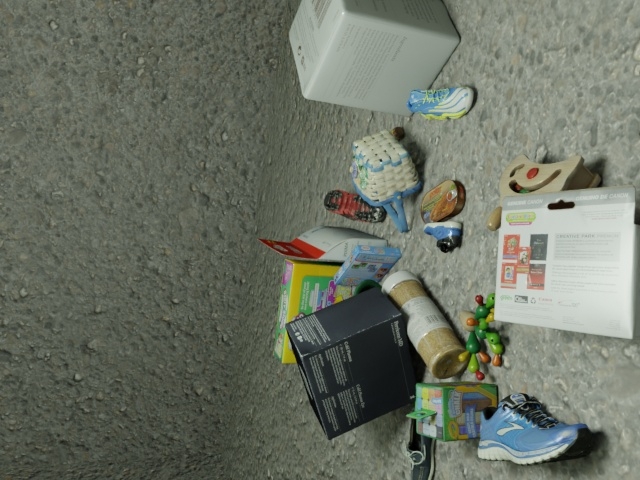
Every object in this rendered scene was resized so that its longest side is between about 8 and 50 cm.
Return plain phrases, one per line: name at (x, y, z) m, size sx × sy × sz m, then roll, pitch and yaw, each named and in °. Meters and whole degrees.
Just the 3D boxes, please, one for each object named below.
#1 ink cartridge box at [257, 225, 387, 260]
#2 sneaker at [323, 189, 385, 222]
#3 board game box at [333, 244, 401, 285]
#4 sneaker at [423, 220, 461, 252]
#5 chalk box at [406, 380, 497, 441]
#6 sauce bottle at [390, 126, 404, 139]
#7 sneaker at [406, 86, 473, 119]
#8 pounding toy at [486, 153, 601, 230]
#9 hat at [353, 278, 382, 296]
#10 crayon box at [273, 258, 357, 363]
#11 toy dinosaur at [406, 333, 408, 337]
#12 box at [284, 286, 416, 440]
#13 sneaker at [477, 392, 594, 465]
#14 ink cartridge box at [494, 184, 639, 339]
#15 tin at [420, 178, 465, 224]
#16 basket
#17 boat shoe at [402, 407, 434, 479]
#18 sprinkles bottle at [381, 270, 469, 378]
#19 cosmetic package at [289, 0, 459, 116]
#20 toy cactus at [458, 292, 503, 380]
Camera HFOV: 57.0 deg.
ink cartridge box at (0.000, 0.000, 2.120) m, size 0.308 × 0.385 × 0.091 m, roll -154°, pitch 72°, yaw -66°
sneaker at (0.146, -0.119, 2.175) m, size 0.276 × 0.135 × 0.097 m, roll 18°, pitch 91°, yaw 43°
board game box at (0.158, 0.091, 2.019) m, size 0.211 × 0.160 × 0.039 m, roll 123°, pitch 145°, yaw -48°
sneaker at (0.347, -0.006, 1.712) m, size 0.152 × 0.058 × 0.084 m, roll -5°, pitch 73°, yaw 61°
chalk box at (0.323, 0.428, 1.492) m, size 0.132 × 0.213 × 0.132 m, roll 162°, pitch 110°, yaw -66°
sauce bottle at (0.242, -0.353, 2.048) m, size 0.128 × 0.042 × 0.042 m, roll 147°, pitch 124°, yaw -61°
sneaker at (0.336, -0.401, 1.722) m, size 0.240 × 0.126 × 0.091 m, roll 180°, pitch 93°, yaw -68°
pounding toy at (0.507, -0.102, 1.335) m, size 0.269 × 0.155 × 0.154 m, roll -14°, pitch 45°, yaw 57°
hat at (0.124, 0.242, 2.015) m, size 0.184 × 0.173 × 0.208 m, roll -15°, pitch 113°, yaw 49°
crayon box at (0.009, 0.259, 2.147) m, size 0.106 × 0.313 × 0.362 m, roll -157°, pitch 73°, yaw -66°
toy dinosaur at (0.262, 0.286, 1.891) m, size 0.112 × 0.064 × 0.211 m, roll -60°, pitch -19°, yaw -86°
box at (0.098, 0.367, 1.771) m, size 0.179 × 0.313 × 0.343 m, roll -128°, pitch 21°, yaw -59°
sneaker at (0.452, 0.412, 1.299) m, size 0.330 × 0.130 × 0.147 m, roll 145°, pitch 123°, yaw -62°
ink cartridge box at (0.511, 0.041, 1.168) m, size 0.309 × 0.130 × 0.271 m, roll 1°, pitch 86°, yaw 58°
tin at (0.359, -0.111, 1.735) m, size 0.190 × 0.040 × 0.106 m, roll 144°, pitch 123°, yaw -61°
basket at (0.211, -0.196, 1.928) m, size 0.254 × 0.201 × 0.289 m, roll -118°, pitch 4°, yaw -53°
boat shoe at (0.288, 0.607, 1.720) m, size 0.095 × 0.079 × 0.254 m, roll -150°, pitch 66°, yaw -65°
sprinkles bottle at (0.296, 0.235, 1.711) m, size 0.355 × 0.121 × 0.121 m, roll -118°, pitch 38°, yaw -52°
cosmetic package at (0.153, -0.639, 1.853) m, size 0.327 × 0.394 × 0.329 m, roll 122°, pitch 145°, yaw -47°
toy cactus at (0.398, 0.231, 1.517) m, size 0.180 × 0.112 × 0.218 m, roll -130°, pitch 39°, yaw -72°
